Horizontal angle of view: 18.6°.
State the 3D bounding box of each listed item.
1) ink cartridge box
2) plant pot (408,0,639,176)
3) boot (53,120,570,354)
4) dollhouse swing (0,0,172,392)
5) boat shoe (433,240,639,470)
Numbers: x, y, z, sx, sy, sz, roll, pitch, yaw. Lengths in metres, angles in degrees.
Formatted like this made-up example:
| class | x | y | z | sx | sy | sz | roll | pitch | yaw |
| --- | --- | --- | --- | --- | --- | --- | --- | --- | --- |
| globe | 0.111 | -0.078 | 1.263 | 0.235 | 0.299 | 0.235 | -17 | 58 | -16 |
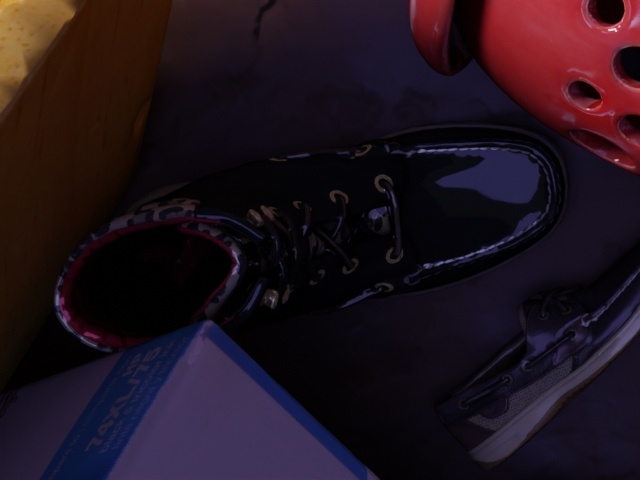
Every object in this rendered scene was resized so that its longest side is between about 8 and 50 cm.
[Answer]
| class | x | y | z | sx | sy | sz | roll | pitch | yaw |
| --- | --- | --- | --- | --- | --- | --- | --- | --- | --- |
| ink cartridge box | -0.106 | 0.194 | 0.875 | 0.198 | 0.197 | 0.270 | 45 | 141 | -22 |
| plant pot | 0.141 | -0.130 | 0.888 | 0.174 | 0.191 | 0.191 | 19 | 100 | 12 |
| boot | -0.001 | 0.002 | 0.924 | 0.236 | 0.178 | 0.085 | -9 | 96 | 10 |
| dollhouse swing | -0.273 | -0.026 | 0.837 | 0.305 | 0.347 | 0.315 | 25 | 141 | 5 |
| boat shoe | 0.118 | 0.050 | 0.979 | 0.049 | 0.056 | 0.152 | 41 | 101 | -5 |
